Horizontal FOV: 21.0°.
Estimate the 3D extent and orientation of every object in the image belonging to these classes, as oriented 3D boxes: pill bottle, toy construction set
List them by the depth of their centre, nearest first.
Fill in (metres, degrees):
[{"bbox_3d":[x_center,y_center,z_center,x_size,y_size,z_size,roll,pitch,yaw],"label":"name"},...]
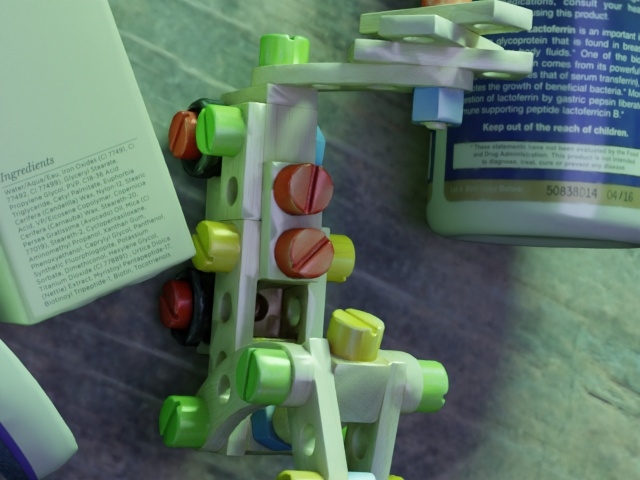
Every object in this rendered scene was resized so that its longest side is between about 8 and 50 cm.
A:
[{"bbox_3d":[0.000,0.000,0.973,0.151,0.215,0.328,21,80,-25],"label":"toy construction set"},{"bbox_3d":[0.148,-0.130,1.085,0.153,0.153,0.265,5,87,-27],"label":"pill bottle"}]

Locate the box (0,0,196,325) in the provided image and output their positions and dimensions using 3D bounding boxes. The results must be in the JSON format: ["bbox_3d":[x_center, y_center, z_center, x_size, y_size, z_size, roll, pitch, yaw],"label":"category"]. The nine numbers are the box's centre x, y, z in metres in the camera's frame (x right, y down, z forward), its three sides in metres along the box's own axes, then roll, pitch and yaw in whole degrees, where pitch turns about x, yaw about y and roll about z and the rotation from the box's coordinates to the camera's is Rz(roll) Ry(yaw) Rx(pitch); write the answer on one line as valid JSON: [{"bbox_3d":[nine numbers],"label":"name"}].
[{"bbox_3d":[-0.175,-0.098,0.954,0.113,0.094,0.275,-22,98,-26],"label":"box"}]

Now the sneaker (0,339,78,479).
[{"bbox_3d":[-0.309,0.073,0.878,0.236,0.130,0.323,-45,113,-10],"label":"sneaker"}]
